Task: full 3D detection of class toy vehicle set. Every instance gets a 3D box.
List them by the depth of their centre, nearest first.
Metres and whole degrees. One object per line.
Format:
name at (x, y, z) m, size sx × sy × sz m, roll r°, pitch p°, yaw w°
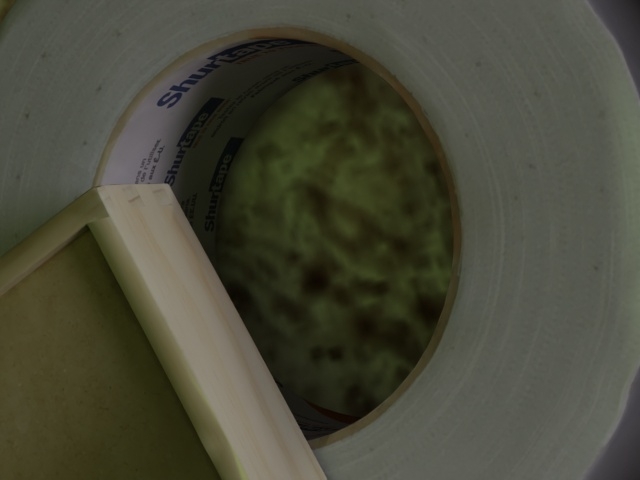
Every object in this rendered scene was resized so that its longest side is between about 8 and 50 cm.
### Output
toy vehicle set at (-0.049, 0.141, 0.440) m, size 0.166 × 0.035 × 0.266 m, roll -34°, pitch 76°, yaw 23°

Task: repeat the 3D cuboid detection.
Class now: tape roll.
tape roll at (0.000, 0.000, 0.475) m, size 0.219 × 0.072 × 0.219 m, roll 0°, pitch 91°, yaw 27°

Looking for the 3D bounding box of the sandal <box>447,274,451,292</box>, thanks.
sandal at (0.110, -0.014, 0.491) m, size 0.180 × 0.049 × 0.072 m, roll -36°, pitch 83°, yaw 9°
